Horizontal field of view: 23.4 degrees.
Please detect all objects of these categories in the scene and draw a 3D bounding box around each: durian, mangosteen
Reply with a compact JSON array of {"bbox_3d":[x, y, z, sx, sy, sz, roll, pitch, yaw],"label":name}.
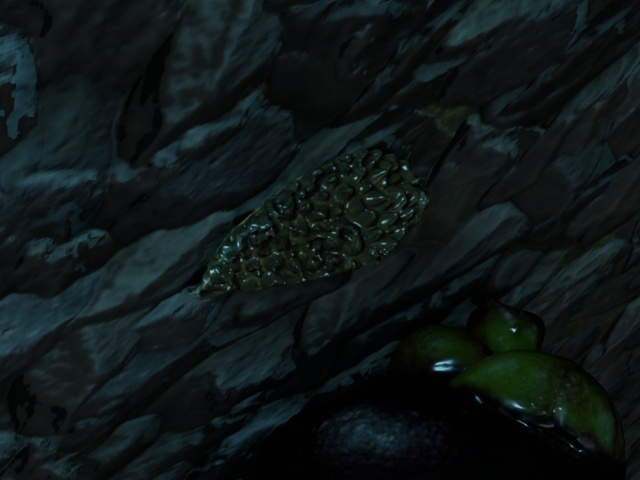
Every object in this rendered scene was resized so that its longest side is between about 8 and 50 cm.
[{"bbox_3d":[-0.005,-0.009,0.723,0.130,0.052,0.066,-27,-168,-16],"label":"durian"},{"bbox_3d":[0.073,0.176,0.926,0.233,0.287,0.287,-7,152,-1],"label":"mangosteen"}]
